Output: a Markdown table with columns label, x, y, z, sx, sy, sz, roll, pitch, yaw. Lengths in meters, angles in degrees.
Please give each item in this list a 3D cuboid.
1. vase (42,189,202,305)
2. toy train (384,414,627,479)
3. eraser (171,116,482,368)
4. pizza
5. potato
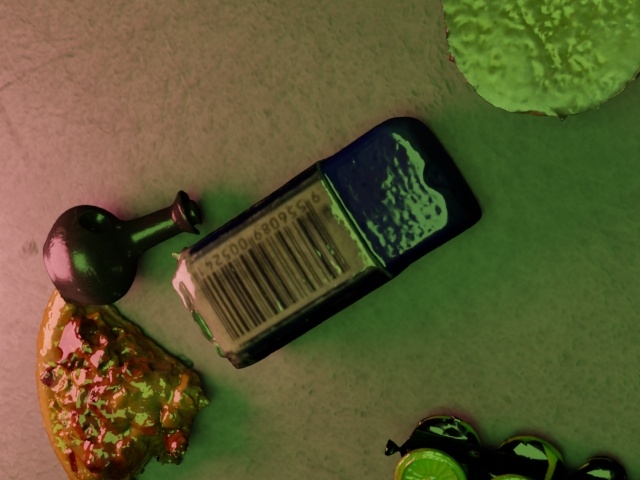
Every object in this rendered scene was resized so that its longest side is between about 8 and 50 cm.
| label | x | y | z | sx | sy | sz | roll | pitch | yaw |
| --- | --- | --- | --- | --- | --- | --- | --- | --- | --- |
| vase | -0.222 | 0.001 | 1.706 | 0.183 | 0.120 | 0.120 | -22 | 95 | 7 |
| toy train | 0.209 | 0.296 | 1.625 | 0.296 | 0.100 | 0.160 | 13 | 114 | 15 |
| eraser | 0.000 | 0.000 | 1.627 | 0.332 | 0.101 | 0.155 | -33 | 89 | 22 |
| pizza | -0.238 | 0.191 | 1.765 | 0.228 | 0.081 | 0.289 | -1 | 100 | 19 |
| potato | 0.241 | -0.266 | 1.474 | 0.239 | 0.116 | 0.299 | 2 | 92 | 13 |
